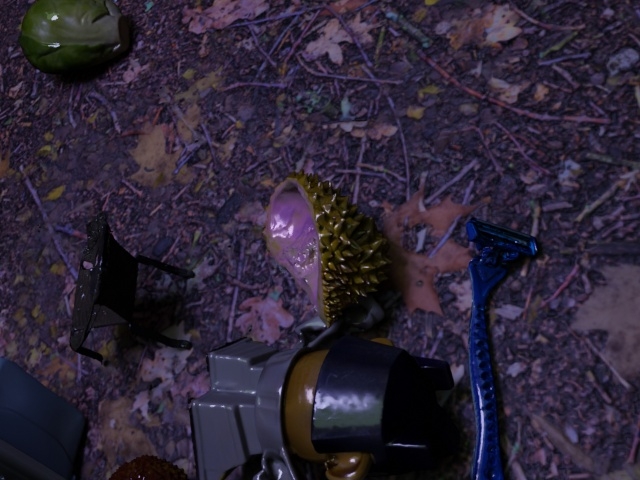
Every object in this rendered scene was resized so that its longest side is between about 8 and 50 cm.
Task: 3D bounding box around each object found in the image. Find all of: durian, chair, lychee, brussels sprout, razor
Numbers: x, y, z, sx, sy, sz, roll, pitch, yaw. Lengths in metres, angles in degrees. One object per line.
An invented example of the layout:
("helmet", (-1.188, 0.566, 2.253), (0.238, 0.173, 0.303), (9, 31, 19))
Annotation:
("durian", (0.000, 0.000, 0.879), (0.132, 0.182, 0.165), (-39, 99, 4))
("chair", (-0.273, 0.068, 0.946), (0.149, 0.213, 0.174), (-8, 63, 15))
("lychee", (-0.200, 0.312, 0.855), (0.123, 0.123, 0.129), (-28, 50, 11))
("brussels sprout", (-0.428, -0.351, 1.250), (0.183, 0.145, 0.131), (-5, 92, 29))
("razor", (0.184, 0.141, 0.797), (0.056, 0.093, 0.324), (-27, 53, 60))

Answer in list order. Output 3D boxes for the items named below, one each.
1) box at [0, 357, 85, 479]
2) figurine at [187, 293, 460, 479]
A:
("box", (-0.417, 0.247, 0.929), (0.162, 0.227, 0.130), (-7, 49, 23))
("figurine", (0.002, 0.186, 0.803), (0.308, 0.143, 0.308), (-11, 64, 24))
